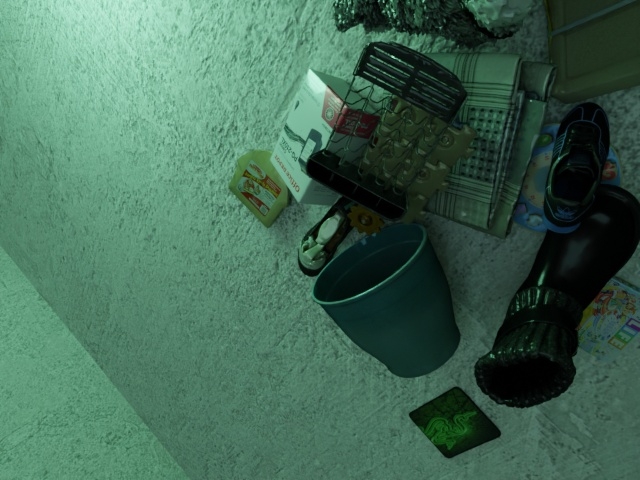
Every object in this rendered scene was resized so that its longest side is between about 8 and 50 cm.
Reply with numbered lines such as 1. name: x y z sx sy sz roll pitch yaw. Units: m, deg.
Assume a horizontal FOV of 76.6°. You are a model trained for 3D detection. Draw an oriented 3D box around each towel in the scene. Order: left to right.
1. towel: 0.240 -0.188 0.772 0.324 0.056 0.311 25 121 38

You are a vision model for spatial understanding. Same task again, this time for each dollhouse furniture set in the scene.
1. dollhouse furniture set: 0.509 -0.326 0.584 0.302 0.151 0.197 -1 92 55

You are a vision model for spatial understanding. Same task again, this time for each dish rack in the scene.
1. dish rack: 0.110 -0.186 0.705 0.208 0.074 0.271 28 132 3

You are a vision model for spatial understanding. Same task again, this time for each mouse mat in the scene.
1. mouse mat: 0.333 0.465 1.026 0.152 0.007 0.189 47 126 9

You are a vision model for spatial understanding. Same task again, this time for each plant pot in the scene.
1. plant pot: 0.163 0.140 0.871 0.272 0.271 0.255 -23 109 36

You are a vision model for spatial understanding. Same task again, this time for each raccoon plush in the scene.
1. raccoon plush: 0.121 -0.401 0.587 0.300 0.446 0.215 6 113 13

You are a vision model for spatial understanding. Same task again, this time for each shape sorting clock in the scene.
1. shape sorting clock: 0.421 -0.107 0.736 0.206 0.040 0.206 11 113 29

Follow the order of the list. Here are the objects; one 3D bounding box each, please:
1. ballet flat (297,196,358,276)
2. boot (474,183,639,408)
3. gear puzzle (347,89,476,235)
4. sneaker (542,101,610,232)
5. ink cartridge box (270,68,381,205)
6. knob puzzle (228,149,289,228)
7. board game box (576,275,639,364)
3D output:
1. ballet flat: 0.000 0.000 1.008 0.095 0.096 0.280 41 124 12
2. boot: 0.391 0.098 0.667 0.131 0.260 0.347 28 129 27
3. gear puzzle: 0.156 -0.126 0.815 0.176 0.044 0.338 34 134 6
4. sneaker: 0.401 -0.128 0.624 0.082 0.090 0.232 13 74 24
5. ink cartridge box: 0.001 -0.218 0.891 0.172 0.100 0.237 57 131 35
6. knob puzzle: -0.149 -0.158 1.085 0.213 0.030 0.213 12 113 29
7. board game box: 0.541 0.147 0.763 0.104 0.026 0.154 31 121 19
